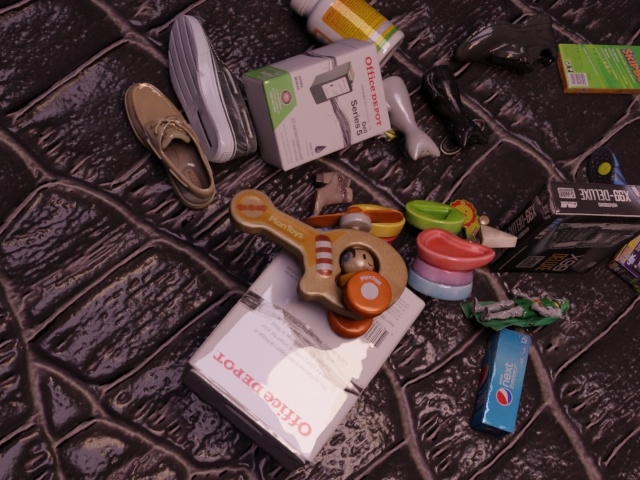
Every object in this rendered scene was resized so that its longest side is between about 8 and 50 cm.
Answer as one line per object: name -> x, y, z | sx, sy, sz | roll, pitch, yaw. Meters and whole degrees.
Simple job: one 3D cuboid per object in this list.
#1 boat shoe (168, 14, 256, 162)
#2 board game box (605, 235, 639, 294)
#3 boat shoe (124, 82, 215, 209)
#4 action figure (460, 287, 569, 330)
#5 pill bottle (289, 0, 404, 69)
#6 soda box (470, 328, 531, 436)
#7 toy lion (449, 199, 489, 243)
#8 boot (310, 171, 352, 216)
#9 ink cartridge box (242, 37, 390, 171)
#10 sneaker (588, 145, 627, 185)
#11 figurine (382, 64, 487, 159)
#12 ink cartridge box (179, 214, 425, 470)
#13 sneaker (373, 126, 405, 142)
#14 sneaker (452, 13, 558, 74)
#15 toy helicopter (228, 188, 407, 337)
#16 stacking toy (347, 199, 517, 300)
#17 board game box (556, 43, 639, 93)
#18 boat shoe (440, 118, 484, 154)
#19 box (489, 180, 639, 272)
boat shoe -> -0.228, -0.318, 1.889 | 0.119, 0.121, 0.335 | -8, 77, -42
board game box -> 0.761, 0.040, 2.052 | 0.141, 0.048, 0.170 | 41, 66, 4
boat shoe -> -0.303, -0.208, 1.823 | 0.109, 0.098, 0.302 | -26, 79, -22
action figure -> 0.435, 0.145, 1.899 | 0.232, 0.137, 0.063 | -2, 113, -25
pill bottle -> 0.056, -0.487, 2.002 | 0.246, 0.136, 0.136 | 40, 65, 1
soda box -> 0.373, 0.292, 1.842 | 0.071, 0.067, 0.210 | 20, 66, -7
toy lion -> 0.316, -0.039, 1.970 | 0.096, 0.034, 0.100 | 31, 66, 5
boot -> 0.025, -0.093, 1.905 | 0.087, 0.042, 0.118 | 12, 75, -19
ink cartridge box -> -0.004, -0.291, 1.879 | 0.273, 0.115, 0.198 | -24, 117, -22
sneaker -> 0.688, -0.122, 2.090 | 0.082, 0.069, 0.209 | 21, 52, -43
figurine -> 0.241, -0.273, 1.973 | 0.215, 0.092, 0.209 | -17, 65, -25
ink cartridge box -> -0.036, 0.196, 1.711 | 0.285, 0.166, 0.395 | 39, 64, 2
sneaker -> 0.155, -0.237, 2.000 | 0.083, 0.031, 0.035 | 4, 88, -13
sneaker -> 0.451, -0.455, 2.120 | 0.286, 0.109, 0.130 | -16, 81, -18
toy helicopter -> 0.000, 0.000, 1.634 | 0.355, 0.140, 0.235 | 30, 62, 1
stacking toy -> 0.224, 0.028, 1.837 | 0.280, 0.130, 0.309 | -11, 30, -44
board game box -> 0.715, -0.427, 2.217 | 0.260, 0.039, 0.124 | -3, 72, -13
boat shoe -> 0.327, -0.239, 2.039 | 0.125, 0.038, 0.046 | -30, 81, -23
box -> 0.522, -0.021, 1.867 | 0.243, 0.307, 0.076 | 2, 66, -15
